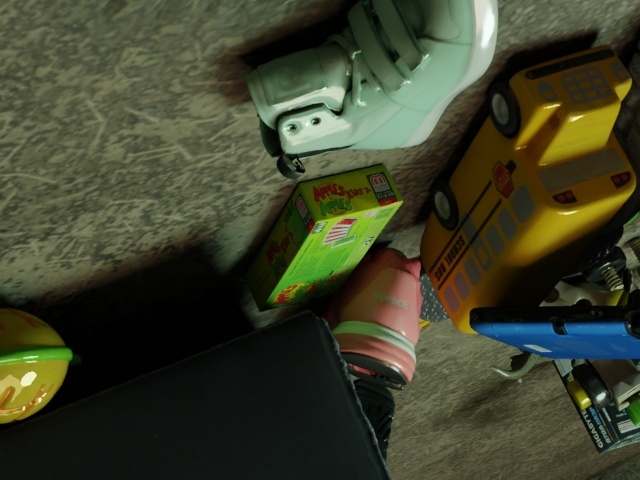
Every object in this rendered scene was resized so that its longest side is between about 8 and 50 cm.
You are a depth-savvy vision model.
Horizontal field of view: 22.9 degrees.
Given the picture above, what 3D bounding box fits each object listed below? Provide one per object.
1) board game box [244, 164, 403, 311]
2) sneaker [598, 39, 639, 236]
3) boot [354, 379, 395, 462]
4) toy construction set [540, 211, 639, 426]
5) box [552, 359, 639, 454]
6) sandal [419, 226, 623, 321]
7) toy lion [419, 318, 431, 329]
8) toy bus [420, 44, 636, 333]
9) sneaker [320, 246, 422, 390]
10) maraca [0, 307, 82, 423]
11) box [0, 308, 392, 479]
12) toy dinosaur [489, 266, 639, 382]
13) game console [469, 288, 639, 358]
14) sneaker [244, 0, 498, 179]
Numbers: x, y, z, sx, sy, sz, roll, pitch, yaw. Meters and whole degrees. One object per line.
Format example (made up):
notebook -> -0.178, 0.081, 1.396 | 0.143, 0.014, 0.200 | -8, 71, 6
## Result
board game box -> 0.000, 0.000, 1.493 | 0.092, 0.043, 0.181 | -13, 157, -27
sneaker -> 0.351, -0.112, 1.502 | 0.180, 0.124, 0.321 | -11, 156, -30
boot -> 0.008, 0.322, 2.067 | 0.094, 0.246, 0.207 | 26, 139, -10
toy construction set -> 0.373, 0.066, 1.801 | 0.258, 0.237, 0.309 | -17, 157, -21
box -> 0.463, 0.209, 2.343 | 0.220, 0.175, 0.051 | -10, 155, -37
sandal -> 0.202, 0.007, 1.716 | 0.255, 0.054, 0.097 | -21, 123, 20
toy lion -> 0.118, 0.087, 1.865 | 0.096, 0.034, 0.100 | -16, 158, -42
toy bus -> 0.195, -0.042, 1.486 | 0.108, 0.130, 0.332 | -16, 158, -22
sneaker -> 0.062, 0.079, 1.661 | 0.116, 0.136, 0.314 | 19, 173, -5
maraca -> -0.276, 0.111, 1.379 | 0.127, 0.099, 0.185 | -8, 173, 4
box -> -0.185, 0.310, 1.566 | 0.480, 0.297, 0.472 | -21, 170, -8
toy dinosaur -> 0.327, 0.104, 2.065 | 0.314, 0.121, 0.160 | -2, 138, -37
game console -> 0.304, 0.021, 1.552 | 0.250, 0.173, 0.293 | -1, 170, 22
sneaker -> 0.029, -0.131, 1.138 | 0.151, 0.094, 0.256 | -13, 156, -21
